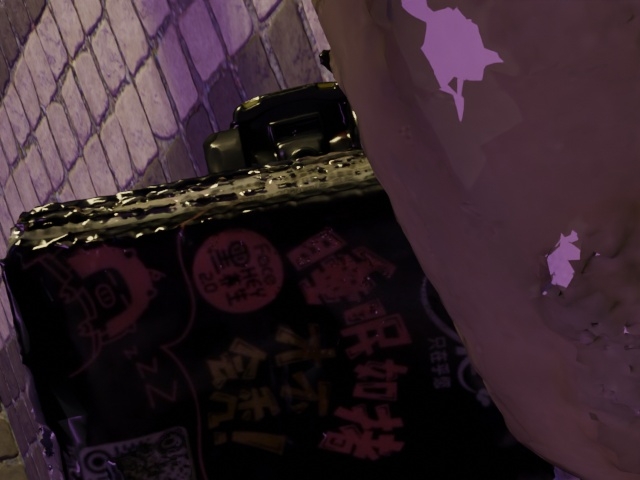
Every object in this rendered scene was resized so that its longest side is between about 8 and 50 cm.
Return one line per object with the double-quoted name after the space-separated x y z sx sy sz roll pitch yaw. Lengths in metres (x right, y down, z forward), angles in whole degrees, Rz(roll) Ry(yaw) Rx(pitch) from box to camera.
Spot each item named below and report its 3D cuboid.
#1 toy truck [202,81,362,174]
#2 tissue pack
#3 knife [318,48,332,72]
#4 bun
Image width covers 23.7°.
0.000 0.000 1.131 0.165 0.147 0.224 -160 56 -88 "toy truck"
-0.021 0.073 0.991 0.123 0.332 0.245 -101 1 -71 "tissue pack"
0.085 -0.059 0.875 0.021 0.222 0.045 -34 37 36 "knife"
0.122 -0.097 0.526 0.326 0.234 0.362 31 -132 -78 "bun"
